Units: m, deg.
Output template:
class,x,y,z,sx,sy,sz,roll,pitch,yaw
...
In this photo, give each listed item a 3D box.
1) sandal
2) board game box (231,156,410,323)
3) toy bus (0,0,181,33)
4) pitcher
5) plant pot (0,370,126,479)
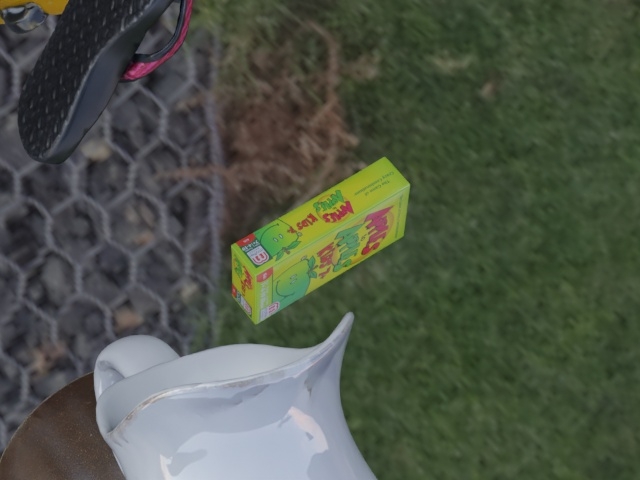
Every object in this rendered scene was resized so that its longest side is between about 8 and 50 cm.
class,x,y,z,sx,sy,sz,roll,pitch,yaw
sandal,-0.088,-0.103,0.821,0.040,0.067,0.179,6,140,-34
board game box,0.000,0.000,1.717,0.181,0.043,0.092,-30,153,-20
toy bus,-0.200,-0.254,1.411,0.108,0.332,0.130,46,53,-39
pitcher,-0.020,0.132,0.627,0.125,0.178,0.207,-20,99,-21
plant pot,-0.151,0.264,1.623,0.215,0.230,0.215,-21,133,-25
